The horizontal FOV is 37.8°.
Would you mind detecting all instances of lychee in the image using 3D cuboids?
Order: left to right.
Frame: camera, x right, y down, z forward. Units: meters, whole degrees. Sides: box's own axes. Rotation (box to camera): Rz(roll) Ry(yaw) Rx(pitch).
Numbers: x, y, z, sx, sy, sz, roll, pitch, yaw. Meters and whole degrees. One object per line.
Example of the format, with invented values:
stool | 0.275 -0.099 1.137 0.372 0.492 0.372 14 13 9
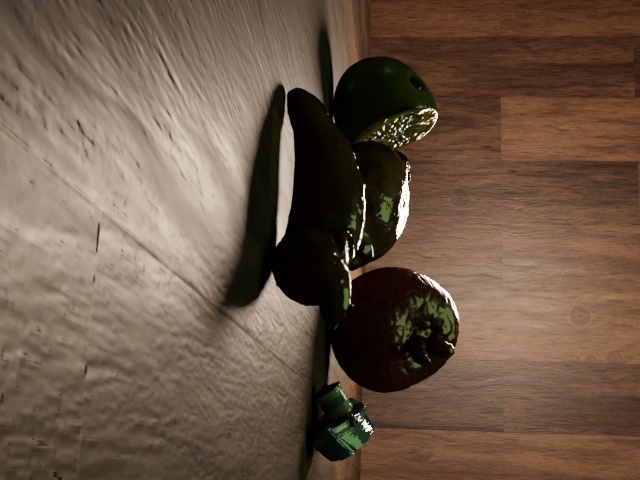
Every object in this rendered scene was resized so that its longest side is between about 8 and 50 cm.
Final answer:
lychee | 0.138 0.164 1.756 0.300 0.255 0.255 5 -85 60

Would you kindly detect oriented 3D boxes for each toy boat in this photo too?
toy boat | 0.018 0.275 1.442 0.102 0.088 0.215 57 7 0

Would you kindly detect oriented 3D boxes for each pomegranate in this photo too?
pomegranate | 0.112 -0.253 1.778 0.241 0.190 0.159 74 -7 -70

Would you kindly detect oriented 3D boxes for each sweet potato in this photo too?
sweet potato | 0.000 -0.021 1.000 0.124 0.098 0.310 74 13 -49

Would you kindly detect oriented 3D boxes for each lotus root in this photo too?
lotus root | 0.068 -0.060 1.514 0.314 0.141 0.169 -66 156 -54
